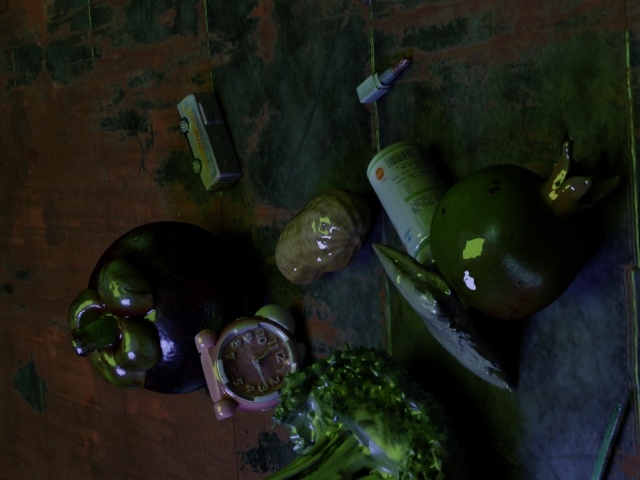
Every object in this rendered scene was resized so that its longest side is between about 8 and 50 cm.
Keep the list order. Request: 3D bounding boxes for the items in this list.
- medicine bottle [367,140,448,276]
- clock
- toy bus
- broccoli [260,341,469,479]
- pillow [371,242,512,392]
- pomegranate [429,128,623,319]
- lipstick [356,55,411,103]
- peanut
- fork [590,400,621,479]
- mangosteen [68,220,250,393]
[{"bbox_3d":[0.132,-0.035,1.773,0.183,0.086,0.086,64,144,31],"label":"medicine bottle"},{"bbox_3d":[-0.101,0.191,2.142,0.093,0.162,0.166,129,125,-75],"label":"clock"},{"bbox_3d":[-0.187,-0.167,2.314,0.072,0.057,0.172,-40,62,48],"label":"toy bus"},{"bbox_3d":[0.053,0.332,1.812,0.375,0.302,0.249,64,-177,21],"label":"broccoli"},{"bbox_3d":[0.151,0.094,1.687,0.148,0.050,0.230,49,178,46],"label":"pillow"},{"bbox_3d":[0.230,-0.019,1.547,0.224,0.181,0.181,-44,56,30],"label":"pomegranate"},{"bbox_3d":[0.089,-0.221,1.871,0.107,0.025,0.025,-37,64,50],"label":"lipstick"},{"bbox_3d":[0.000,0.000,1.992,0.226,0.095,0.108,-39,65,56],"label":"peanut"},{"bbox_3d":[0.317,0.282,1.590,0.039,0.021,0.235,41,128,43],"label":"fork"},{"bbox_3d":[-0.269,0.113,2.280,0.300,0.300,0.300,17,110,57],"label":"mangosteen"}]
